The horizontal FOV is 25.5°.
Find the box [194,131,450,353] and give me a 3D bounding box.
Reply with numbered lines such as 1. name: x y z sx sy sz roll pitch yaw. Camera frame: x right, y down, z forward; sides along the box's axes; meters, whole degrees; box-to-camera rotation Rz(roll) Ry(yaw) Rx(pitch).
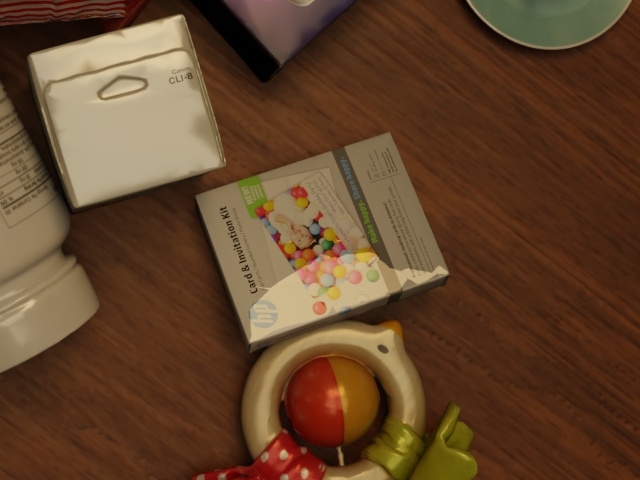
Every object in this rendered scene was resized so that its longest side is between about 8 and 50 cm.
1. box: 0.000 0.000 1.237 0.186 0.038 0.145 -18 73 -9

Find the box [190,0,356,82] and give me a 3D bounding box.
1. box: -0.063 -0.298 1.219 0.184 0.103 0.261 -44 97 -11

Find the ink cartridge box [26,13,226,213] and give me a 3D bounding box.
1. ink cartridge box: -0.162 -0.099 1.158 0.128 0.176 0.127 -17 93 -10

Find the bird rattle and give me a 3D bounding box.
1. bird rattle: 0.008 0.175 1.241 0.253 0.143 0.207 -11 80 2

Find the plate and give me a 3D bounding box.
1. plate: 0.208 -0.269 1.307 0.188 0.024 0.188 0 89 -10

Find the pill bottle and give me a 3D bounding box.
1. pill bottle: -0.301 -0.039 1.133 0.160 0.160 0.283 -28 102 -10

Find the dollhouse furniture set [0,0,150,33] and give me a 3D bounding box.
1. dollhouse furniture set: -0.282 -0.332 1.086 0.201 0.152 0.374 -18 68 -47
